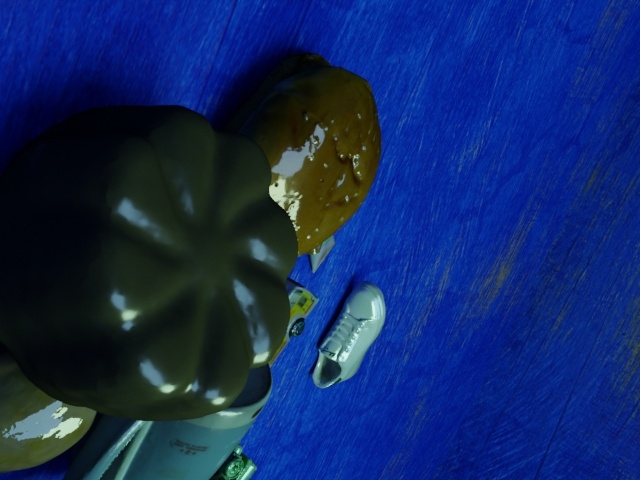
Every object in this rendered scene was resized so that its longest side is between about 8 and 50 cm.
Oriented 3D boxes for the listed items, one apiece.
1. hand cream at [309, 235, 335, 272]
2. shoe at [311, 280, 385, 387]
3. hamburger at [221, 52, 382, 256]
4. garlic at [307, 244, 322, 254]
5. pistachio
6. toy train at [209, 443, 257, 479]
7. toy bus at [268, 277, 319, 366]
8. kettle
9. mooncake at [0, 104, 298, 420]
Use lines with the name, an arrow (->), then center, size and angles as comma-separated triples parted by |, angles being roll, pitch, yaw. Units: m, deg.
hand cream -> 0.000, 0.000, 1.786 | 0.076, 0.047, 0.174 | -53, 163, -16
shoe -> 0.056, 0.212, 2.050 | 0.110, 0.095, 0.265 | -27, 142, -47
hamburger -> -0.038, -0.120, 1.440 | 0.314, 0.170, 0.290 | -50, 147, -16
garlic -> -0.014, -0.043, 1.651 | 0.066, 0.084, 0.152 | -23, 141, -41
pistachio -> -0.396, 0.213, 1.166 | 0.260, 0.163, 0.213 | -23, 134, -28
toy train -> -0.220, 0.510, 1.870 | 0.251, 0.085, 0.119 | -51, 140, -10
toy bus -> -0.118, 0.179, 1.714 | 0.268, 0.092, 0.106 | -53, 144, -10
kettle -> -0.270, 0.291, 1.383 | 0.342, 0.247, 0.319 | -58, 165, 22
mooncake -> -0.189, 0.024, 1.120 | 0.378, 0.200, 0.378 | 2, 87, -54
